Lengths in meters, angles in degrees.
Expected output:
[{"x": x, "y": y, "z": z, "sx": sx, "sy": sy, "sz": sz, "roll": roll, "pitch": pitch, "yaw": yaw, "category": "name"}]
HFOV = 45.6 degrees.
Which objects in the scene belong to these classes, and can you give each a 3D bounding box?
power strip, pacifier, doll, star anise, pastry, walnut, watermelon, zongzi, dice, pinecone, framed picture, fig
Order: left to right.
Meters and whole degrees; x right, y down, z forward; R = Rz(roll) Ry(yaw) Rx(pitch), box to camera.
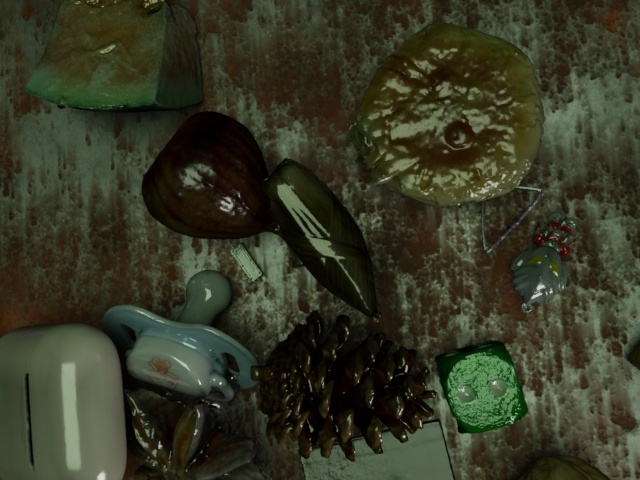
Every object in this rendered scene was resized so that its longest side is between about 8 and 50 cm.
[{"x": -0.347, "y": -0.327, "z": 1.362, "sx": 0.264, "sy": 0.151, "sz": 0.302, "roll": 7, "pitch": 71, "yaw": 11, "category": "watermelon"}, {"x": -0.215, "y": 0.155, "z": 1.305, "sx": 0.287, "sy": 0.238, "sz": 0.226, "roll": 13, "pitch": 58, "yaw": 18, "category": "pacifier"}, {"x": -0.203, "y": 0.363, "z": 1.258, "sx": 0.331, "sy": 0.332, "sz": 0.117, "roll": 40, "pitch": 49, "yaw": 8, "category": "star anise"}, {"x": -0.139, "y": -0.063, "z": 1.309, "sx": 0.321, "sy": 0.217, "sz": 0.217, "roll": 38, "pitch": 93, "yaw": -19, "category": "fig"}, {"x": -0.131, "y": 0.041, "z": 1.361, "sx": 0.027, "sy": 0.017, "sz": 0.083, "roll": -36, "pitch": 82, "yaw": 6, "category": "power strip"}, {"x": 0.000, "y": 0.000, "z": 1.204, "sx": 0.112, "sy": 0.242, "sz": 0.221, "roll": -36, "pitch": 121, "yaw": 10, "category": "zongzi"}, {"x": 0.034, "y": 0.238, "z": 1.228, "sx": 0.309, "sy": 0.244, "sz": 0.244, "roll": 15, "pitch": 89, "yaw": -9, "category": "pinecone"}, {"x": 0.123, "y": 0.498, "z": 1.304, "sx": 0.255, "sy": 0.014, "sz": 0.339, "roll": -15, "pitch": 85, "yaw": 8, "category": "framed picture"}, {"x": 0.215, "y": -0.195, "z": 1.259, "sx": 0.329, "sy": 0.136, "sz": 0.330, "roll": -1, "pitch": 81, "yaw": 9, "category": "pastry"}, {"x": 0.260, "y": 0.236, "z": 1.239, "sx": 0.120, "sy": 0.128, "sz": 0.131, "roll": -17, "pitch": 83, "yaw": 5, "category": "dice"}, {"x": 0.371, "y": 0.036, "z": 1.265, "sx": 0.094, "sy": 0.079, "sz": 0.180, "roll": 25, "pitch": 79, "yaw": 9, "category": "doll"}, {"x": 0.392, "y": 0.456, "z": 1.181, "sx": 0.198, "sy": 0.198, "sz": 0.245, "roll": -33, "pitch": 81, "yaw": 5, "category": "walnut"}]

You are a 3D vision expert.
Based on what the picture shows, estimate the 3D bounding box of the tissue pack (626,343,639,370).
[{"x": 0.580, "y": 0.156, "z": 1.202, "sx": 0.082, "sy": 0.120, "sz": 0.169, "roll": 42, "pitch": 94, "yaw": 6, "category": "tissue pack"}]

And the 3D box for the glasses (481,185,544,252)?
[{"x": 0.295, "y": -0.062, "z": 1.284, "sx": 0.140, "sy": 0.062, "sz": 0.104, "roll": -45, "pitch": 81, "yaw": 3, "category": "glasses"}]

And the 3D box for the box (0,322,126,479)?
[{"x": -0.446, "y": 0.283, "z": 1.265, "sx": 0.349, "sy": 0.141, "sz": 0.289, "roll": -9, "pitch": 83, "yaw": 48, "category": "box"}]
